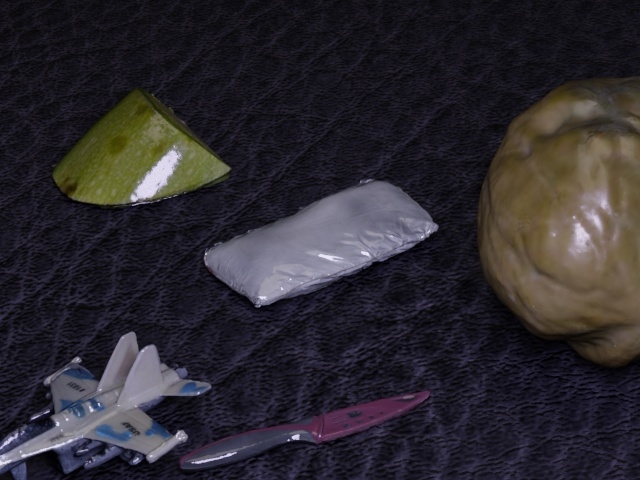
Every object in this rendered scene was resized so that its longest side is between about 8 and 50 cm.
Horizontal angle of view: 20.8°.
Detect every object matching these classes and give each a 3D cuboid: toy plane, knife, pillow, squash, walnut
[{"bbox_3d":[-0.229,0.179,1.575,0.262,0.088,0.192,-36,38,-22],"label":"toy plane"},{"bbox_3d":[-0.011,0.174,1.596,0.247,0.018,0.035,-15,33,-14],"label":"knife"},{"bbox_3d":[0.000,0.000,1.819,0.229,0.051,0.128,-22,35,-19],"label":"pillow"},{"bbox_3d":[-0.219,-0.116,1.990,0.184,0.085,0.192,-21,36,-22],"label":"squash"},{"bbox_3d":[0.293,-0.013,1.620,0.253,0.282,0.277,-36,32,27],"label":"walnut"}]
